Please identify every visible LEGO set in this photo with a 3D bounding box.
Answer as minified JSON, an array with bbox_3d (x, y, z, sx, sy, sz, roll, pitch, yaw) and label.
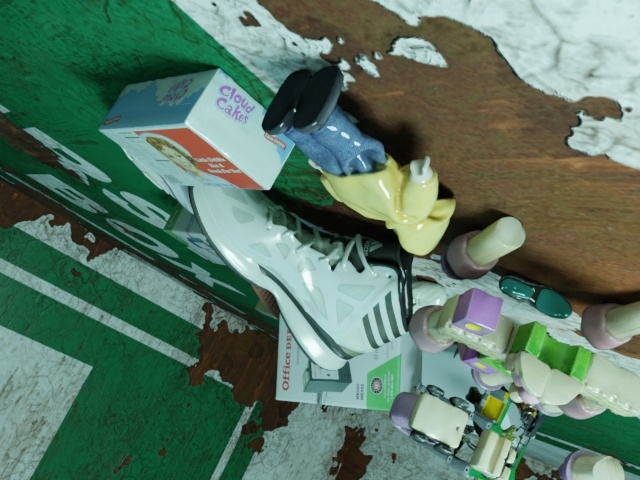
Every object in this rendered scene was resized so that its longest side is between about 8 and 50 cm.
[{"bbox_3d":[0.291,0.298,1.259,0.192,0.331,0.255,23,180,42],"label":"LEGO set"}]

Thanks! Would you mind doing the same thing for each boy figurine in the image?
[{"bbox_3d":[0.070,-0.075,0.767,0.285,0.092,0.177,36,162,-35],"label":"boy figurine"}]

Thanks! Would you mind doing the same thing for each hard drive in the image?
[{"bbox_3d":[0.305,0.346,1.594,0.353,0.047,0.233,3,119,52],"label":"hard drive"}]

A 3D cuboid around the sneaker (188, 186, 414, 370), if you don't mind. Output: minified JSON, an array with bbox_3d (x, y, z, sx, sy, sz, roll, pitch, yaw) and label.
[{"bbox_3d":[0.001,0.000,1.107,0.257,0.169,0.447,-28,110,29],"label":"sneaker"}]

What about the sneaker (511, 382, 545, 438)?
[{"bbox_3d":[0.505,0.425,1.679,0.127,0.126,0.321,26,177,17],"label":"sneaker"}]

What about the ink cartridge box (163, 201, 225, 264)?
[{"bbox_3d":[-0.221,-0.016,1.455,0.154,0.093,0.212,37,160,-34],"label":"ink cartridge box"}]

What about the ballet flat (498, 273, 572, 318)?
[{"bbox_3d":[0.319,0.080,0.994,0.114,0.041,0.041,25,165,4],"label":"ballet flat"}]

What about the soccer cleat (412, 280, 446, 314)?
[{"bbox_3d":[0.136,0.115,1.245,0.196,0.068,0.076,-9,169,30],"label":"soccer cleat"}]

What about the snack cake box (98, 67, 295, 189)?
[{"bbox_3d":[-0.179,-0.149,0.934,0.264,0.089,0.152,9,155,49],"label":"snack cake box"}]

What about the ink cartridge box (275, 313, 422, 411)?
[{"bbox_3d":[0.057,0.239,1.387,0.289,0.211,0.121,-4,168,31],"label":"ink cartridge box"}]

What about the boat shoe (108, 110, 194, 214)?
[{"bbox_3d":[-0.254,-0.128,1.129,0.088,0.096,0.267,18,163,42],"label":"boat shoe"}]

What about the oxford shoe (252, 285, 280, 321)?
[{"bbox_3d":[-0.004,0.155,1.595,0.397,0.140,0.146,39,-168,0],"label":"oxford shoe"}]

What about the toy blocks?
[{"bbox_3d":[0.243,0.175,0.896,0.288,0.309,0.260,28,159,-5],"label":"toy blocks"}]

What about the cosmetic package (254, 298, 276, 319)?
[{"bbox_3d":[-0.121,0.148,1.797,0.060,0.115,0.041,16,162,32],"label":"cosmetic package"}]
